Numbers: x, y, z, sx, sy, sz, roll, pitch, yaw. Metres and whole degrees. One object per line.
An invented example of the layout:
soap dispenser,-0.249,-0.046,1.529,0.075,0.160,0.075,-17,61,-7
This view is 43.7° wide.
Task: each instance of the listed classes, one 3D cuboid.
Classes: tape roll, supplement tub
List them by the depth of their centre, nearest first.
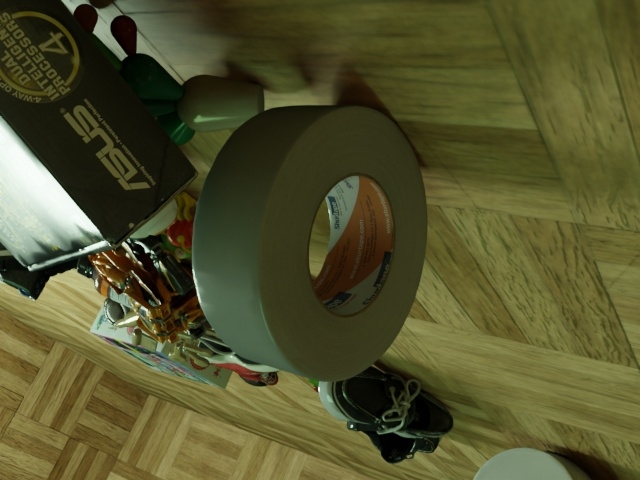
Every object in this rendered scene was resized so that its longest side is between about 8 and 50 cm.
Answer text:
tape roll,0.000,0.000,0.648,0.072,0.219,0.219,9,156,38
supplement tub,-0.305,0.063,1.344,0.198,0.106,0.106,24,161,3
supplement tub,0.435,0.542,1.503,0.241,0.241,0.331,7,154,40

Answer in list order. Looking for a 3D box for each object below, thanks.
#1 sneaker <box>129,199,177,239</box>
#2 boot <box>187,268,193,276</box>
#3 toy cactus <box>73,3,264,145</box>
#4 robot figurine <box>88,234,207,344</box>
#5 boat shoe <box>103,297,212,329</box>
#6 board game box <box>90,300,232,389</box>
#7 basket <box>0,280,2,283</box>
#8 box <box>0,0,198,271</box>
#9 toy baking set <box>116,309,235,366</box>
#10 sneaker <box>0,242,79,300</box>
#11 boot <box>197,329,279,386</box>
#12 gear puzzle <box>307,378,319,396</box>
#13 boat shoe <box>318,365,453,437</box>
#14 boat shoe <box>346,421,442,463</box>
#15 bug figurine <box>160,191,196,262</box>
sneaker,-0.270,-0.111,0.910,0.262,0.099,0.121,26,136,20
boot,-0.123,0.115,1.300,0.219,0.082,0.106,23,158,-1
toy cactus,-0.139,-0.128,0.704,0.180,0.112,0.219,2,155,6
robot figurine,-0.260,0.024,1.071,0.291,0.085,0.211,43,157,22
boat shoe,-0.299,0.128,1.567,0.257,0.095,0.095,6,-170,26
board game box,-0.380,0.250,1.932,0.303,0.097,0.224,4,152,44
basket,-0.716,0.017,1.701,0.167,0.113,0.103,19,162,16
box,-0.298,-0.155,0.621,0.395,0.097,0.318,53,151,-16
toy baking set,-0.254,0.171,1.470,0.197,0.030,0.256,32,145,-27
sneaker,-0.459,0.049,1.387,0.217,0.121,0.079,13,170,-31
boot,-0.103,0.240,1.573,0.244,0.088,0.176,-4,147,43
gear puzzle,0.054,0.344,1.735,0.175,0.044,0.339,18,160,18
boat shoe,0.126,0.293,1.421,0.105,0.113,0.306,-6,148,44
boat shoe,0.150,0.398,1.639,0.127,0.113,0.340,-2,149,28
bug figurine,-0.137,0.038,1.129,0.279,0.072,0.216,37,157,-33
